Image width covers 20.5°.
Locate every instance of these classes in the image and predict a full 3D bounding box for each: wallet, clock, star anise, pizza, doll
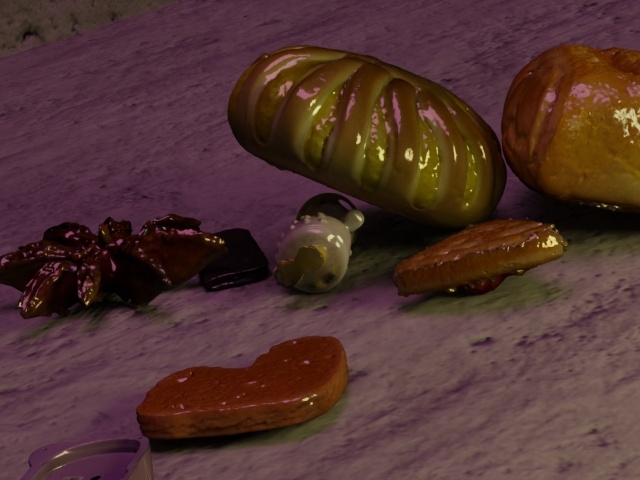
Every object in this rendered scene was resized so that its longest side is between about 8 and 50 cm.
[{"bbox_3d":[-0.109,0.020,2.069,0.082,0.018,0.157,-13,19,-10],"label":"wallet"},{"bbox_3d":[-0.204,0.220,1.491,0.110,0.050,0.153,-4,19,14],"label":"clock"},{"bbox_3d":[-0.245,0.025,2.019,0.288,0.088,0.288,-8,21,3],"label":"star anise"},{"bbox_3d":[0.176,0.017,1.899,0.188,0.062,0.199,-12,10,14],"label":"pizza"},{"bbox_3d":[0.000,0.000,1.982,0.129,0.081,0.207,-38,9,20],"label":"doll"}]

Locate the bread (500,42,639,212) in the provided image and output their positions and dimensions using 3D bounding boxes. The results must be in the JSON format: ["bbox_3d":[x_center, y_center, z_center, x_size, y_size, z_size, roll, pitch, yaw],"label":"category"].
[{"bbox_3d":[0.377,-0.140,2.024,0.337,0.148,0.328,10,20,2],"label":"bread"}]

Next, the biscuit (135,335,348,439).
[{"bbox_3d":[-0.069,0.140,1.682,0.192,0.036,0.186,-7,17,7],"label":"biscuit"}]

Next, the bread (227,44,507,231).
[{"bbox_3d":[0.065,-0.122,2.018,0.333,0.160,0.333,21,4,-2],"label":"bread"}]
